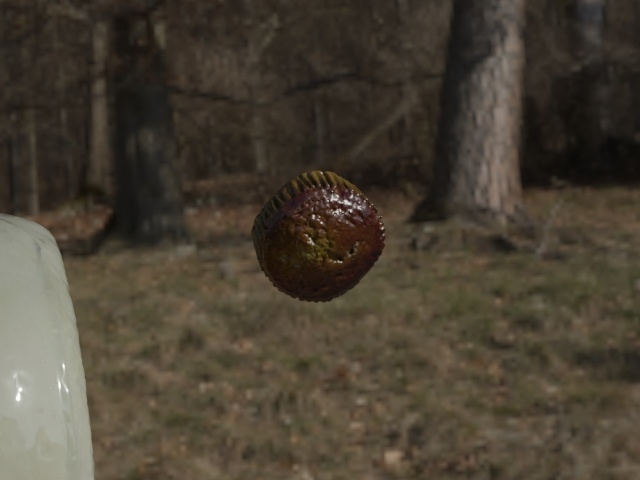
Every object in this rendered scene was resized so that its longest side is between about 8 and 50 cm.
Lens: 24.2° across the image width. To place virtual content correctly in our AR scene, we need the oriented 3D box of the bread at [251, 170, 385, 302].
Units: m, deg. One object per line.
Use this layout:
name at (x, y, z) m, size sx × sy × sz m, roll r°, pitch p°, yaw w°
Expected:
bread at (0.000, 0.000, 0.963) m, size 0.085 × 0.085 × 0.053 m, roll -2°, pitch 26°, yaw -16°

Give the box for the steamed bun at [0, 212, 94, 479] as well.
steamed bun at (-0.218, 0.125, 0.799) m, size 0.177 × 0.283 × 0.283 m, roll -5°, pitch -10°, yaw -15°
